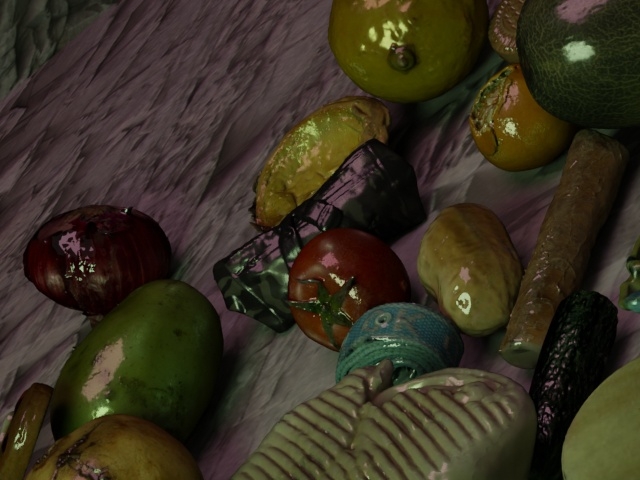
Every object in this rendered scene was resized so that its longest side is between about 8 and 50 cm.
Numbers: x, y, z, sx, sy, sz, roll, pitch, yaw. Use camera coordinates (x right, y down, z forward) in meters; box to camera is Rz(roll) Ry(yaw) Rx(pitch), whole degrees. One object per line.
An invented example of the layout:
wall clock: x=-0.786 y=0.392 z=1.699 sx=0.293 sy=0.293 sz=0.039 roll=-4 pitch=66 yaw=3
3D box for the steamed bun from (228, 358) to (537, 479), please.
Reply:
steamed bun: x=0.075 y=0.294 z=1.546 sx=0.309 sy=0.219 sz=0.324 roll=1 pitch=36 yaw=38

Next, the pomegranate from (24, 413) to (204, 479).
pomegranate: x=-0.265 y=0.349 z=1.846 sx=0.260 sy=0.260 sz=0.260 roll=-30 pitch=31 yaw=21

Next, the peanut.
peanut: x=0.187 y=0.036 z=1.831 sx=0.129 sy=0.129 sz=0.224 roll=-37 pitch=27 yaw=10

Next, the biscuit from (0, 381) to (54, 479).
biscuit: x=-0.444 y=0.331 z=2.020 sx=0.432 sy=0.064 sz=0.283 roll=119 pitch=167 yaw=-50

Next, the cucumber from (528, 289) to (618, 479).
cucumber: x=0.266 y=0.167 z=1.614 sx=0.074 sy=0.074 sz=0.241 roll=-11 pitch=43 yaw=43

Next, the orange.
orange: x=0.274 y=-0.170 z=1.992 sx=0.154 sy=0.134 sz=0.155 roll=-34 pitch=22 yaw=16

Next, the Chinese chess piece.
Chinese chess piece: x=0.348 y=0.212 z=1.437 sx=0.237 sy=0.092 sz=0.238 roll=-29 pitch=31 yaw=20

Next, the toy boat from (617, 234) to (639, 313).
toy boat: x=0.422 y=-0.005 z=1.655 sx=0.111 sy=0.084 sz=0.276 roll=-14 pitch=36 yaw=44

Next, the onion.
onion: x=-0.369 y=0.048 z=2.426 sx=0.252 sy=0.219 sz=0.252 roll=1 pitch=9 yaw=0

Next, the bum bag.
bum bag: x=0.000 y=0.000 z=2.113 sx=0.340 sy=0.095 sz=0.144 roll=-38 pitch=73 yaw=5

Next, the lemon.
lemon: x=0.137 y=-0.343 z=2.276 sx=0.260 sy=0.260 sz=0.284 roll=-11 pitch=37 yaw=43

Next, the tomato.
tomato: x=0.038 y=0.064 z=1.962 sx=0.167 sy=0.167 sz=0.167 roll=-30 pitch=31 yaw=21

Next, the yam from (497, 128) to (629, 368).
yam: x=0.299 y=0.009 z=1.786 sx=0.081 sy=0.081 sz=0.357 roll=-11 pitch=43 yaw=43

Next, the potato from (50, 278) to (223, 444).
potato: x=-0.253 y=0.201 z=2.063 sx=0.215 sy=0.216 sz=0.304 roll=4 pitch=46 yaw=52

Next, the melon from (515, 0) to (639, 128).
melon: x=0.400 y=-0.264 z=1.853 sx=0.301 sy=0.238 sz=0.237 roll=-17 pitch=31 yaw=-2

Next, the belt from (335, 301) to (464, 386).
belt: x=0.094 y=0.144 z=1.785 sx=0.163 sy=0.148 sz=0.082 roll=-10 pitch=38 yaw=28

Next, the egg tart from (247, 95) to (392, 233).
egg tart: x=0.010 y=-0.103 z=2.274 sx=0.279 sy=0.095 sz=0.279 roll=-32 pitch=34 yaw=25

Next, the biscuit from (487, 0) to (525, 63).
biscuit: x=0.370 y=-0.347 z=2.171 sx=0.259 sy=0.079 sz=0.259 roll=-31 pitch=29 yaw=20
